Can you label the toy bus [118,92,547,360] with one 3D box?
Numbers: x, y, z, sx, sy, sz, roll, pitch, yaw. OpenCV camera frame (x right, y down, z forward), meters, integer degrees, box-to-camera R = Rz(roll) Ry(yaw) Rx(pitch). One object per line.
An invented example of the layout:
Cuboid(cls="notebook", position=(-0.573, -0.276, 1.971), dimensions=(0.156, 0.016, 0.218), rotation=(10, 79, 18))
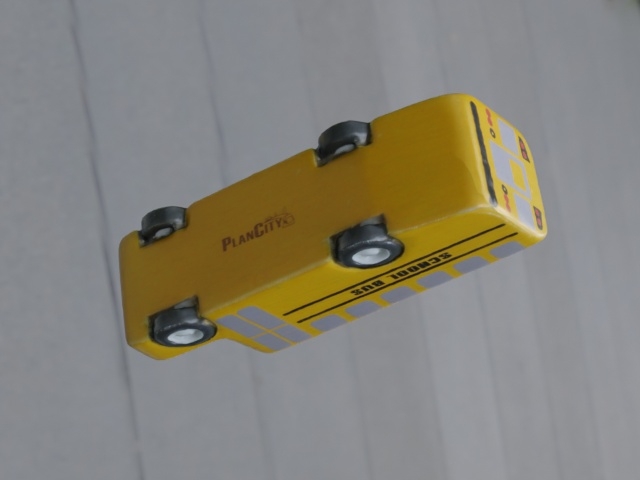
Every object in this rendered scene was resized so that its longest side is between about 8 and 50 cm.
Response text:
Cuboid(cls="toy bus", position=(0.000, 0.000, 1.449), dimensions=(0.130, 0.332, 0.108), rotation=(28, 46, -51))
